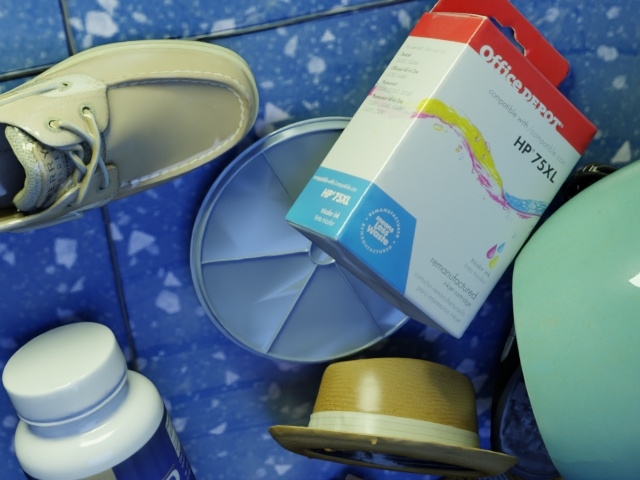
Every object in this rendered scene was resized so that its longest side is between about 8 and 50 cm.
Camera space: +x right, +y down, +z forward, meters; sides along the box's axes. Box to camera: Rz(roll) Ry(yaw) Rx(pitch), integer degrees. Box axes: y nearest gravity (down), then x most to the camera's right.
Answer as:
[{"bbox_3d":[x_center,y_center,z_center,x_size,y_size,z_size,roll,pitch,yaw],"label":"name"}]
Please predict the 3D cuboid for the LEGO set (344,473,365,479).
[{"bbox_3d":[-0.033,0.306,1.073,0.287,0.107,0.132,-31,97,-19],"label":"LEGO set"}]

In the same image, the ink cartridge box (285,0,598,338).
[{"bbox_3d":[0.099,-0.066,0.976,0.134,0.078,0.231,38,82,-30],"label":"ink cartridge box"}]

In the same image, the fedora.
[{"bbox_3d":[0.058,0.134,1.068,0.194,0.194,0.079,13,75,-23],"label":"fedora"}]

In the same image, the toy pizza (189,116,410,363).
[{"bbox_3d":[0.000,0.000,1.034,0.201,0.032,0.201,-7,116,-14],"label":"toy pizza"}]

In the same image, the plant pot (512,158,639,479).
[{"bbox_3d":[0.272,0.065,0.966,0.235,0.293,0.293,-15,123,22],"label":"plant pot"}]

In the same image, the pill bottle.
[{"bbox_3d":[-0.158,0.158,1.011,0.112,0.112,0.187,-23,119,-7],"label":"pill bottle"}]

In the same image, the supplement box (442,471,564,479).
[{"bbox_3d":[0.202,0.207,1.174,0.233,0.080,0.078,-30,122,-5],"label":"supplement box"}]

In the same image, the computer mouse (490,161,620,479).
[{"bbox_3d":[0.238,0.074,1.136,0.184,0.060,0.262,13,98,-19],"label":"computer mouse"}]

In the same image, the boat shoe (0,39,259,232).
[{"bbox_3d":[-0.180,-0.055,0.909,0.302,0.098,0.109,-13,118,-12],"label":"boat shoe"}]
